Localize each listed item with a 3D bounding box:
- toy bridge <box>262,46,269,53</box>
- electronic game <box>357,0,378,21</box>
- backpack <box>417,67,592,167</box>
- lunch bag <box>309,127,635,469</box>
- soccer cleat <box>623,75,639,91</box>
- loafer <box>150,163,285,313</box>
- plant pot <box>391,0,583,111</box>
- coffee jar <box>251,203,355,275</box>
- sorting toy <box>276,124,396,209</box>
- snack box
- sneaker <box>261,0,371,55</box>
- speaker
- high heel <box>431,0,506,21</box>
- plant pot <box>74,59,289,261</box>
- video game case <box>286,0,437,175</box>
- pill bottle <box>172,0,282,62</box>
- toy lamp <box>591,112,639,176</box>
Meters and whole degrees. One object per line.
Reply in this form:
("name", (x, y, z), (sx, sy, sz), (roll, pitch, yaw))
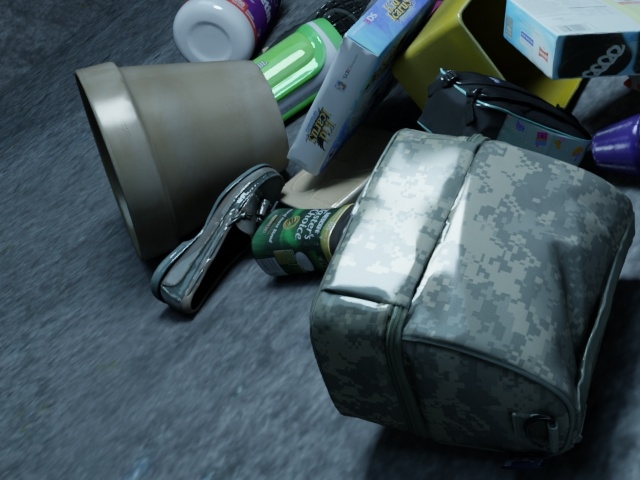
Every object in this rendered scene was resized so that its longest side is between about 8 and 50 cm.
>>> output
("toy bridge", (-0.037, -0.423, 2.093), (0.188, 0.026, 0.063), (-30, 30, 4))
("electronic game", (0.065, -0.315, 1.698), (0.229, 0.048, 0.229), (-61, -1, -1))
("backpack", (0.229, -0.120, 1.239), (0.188, 0.144, 0.166), (6, 21, -24))
("lunch bag", (0.161, 0.055, 0.999), (0.256, 0.213, 0.305), (8, 49, 26))
("soccer cleat", (0.454, -0.186, 1.233), (0.076, 0.068, 0.196), (-9, 32, -18))
("loafer", (-0.135, 0.003, 1.500), (0.084, 0.096, 0.267), (30, 72, 37))
("plant pot", (0.230, -0.261, 1.430), (0.187, 0.212, 0.212), (-17, 30, 49))
("coffee jar", (0.000, 0.000, 1.365), (0.184, 0.079, 0.096), (-2, 41, 41))
("sorting toy", (0.040, -0.101, 1.530), (0.193, 0.038, 0.208), (-41, 26, -15))
("snack box", (0.411, -0.261, 1.244), (0.321, 0.060, 0.187), (-4, 27, -7))
("sneaker", (-0.018, -0.398, 1.966), (0.286, 0.109, 0.130), (-32, 23, -5))
("speaker", (-0.089, -0.278, 1.823), (0.296, 0.131, 0.131), (-35, 29, -6))
("high heel", (0.241, -0.378, 1.648), (0.377, 0.127, 0.181), (4, 56, 51))
("plant pot", (-0.213, -0.163, 1.626), (0.280, 0.323, 0.323), (-21, 27, -12))
("video game case", (0.072, -0.257, 1.499), (0.269, 0.061, 0.244), (-52, -7, -44))
("pill bottle", (-0.194, -0.519, 2.229), (0.181, 0.181, 0.323), (-14, 34, 29))
("toy lamp", (0.441, -0.115, 1.124), (0.274, 0.080, 0.080), (-3, 40, 38))
